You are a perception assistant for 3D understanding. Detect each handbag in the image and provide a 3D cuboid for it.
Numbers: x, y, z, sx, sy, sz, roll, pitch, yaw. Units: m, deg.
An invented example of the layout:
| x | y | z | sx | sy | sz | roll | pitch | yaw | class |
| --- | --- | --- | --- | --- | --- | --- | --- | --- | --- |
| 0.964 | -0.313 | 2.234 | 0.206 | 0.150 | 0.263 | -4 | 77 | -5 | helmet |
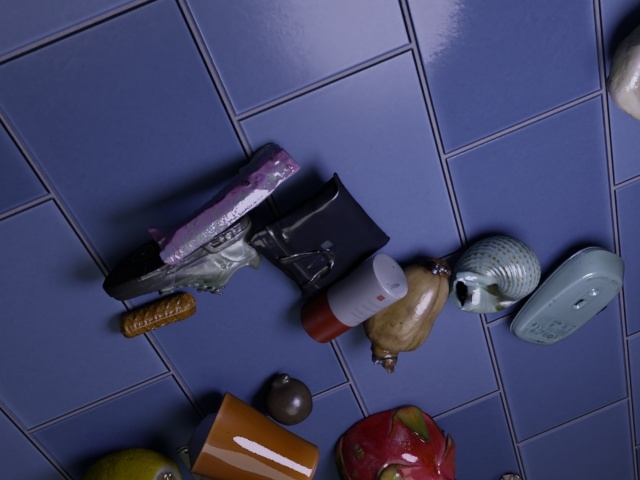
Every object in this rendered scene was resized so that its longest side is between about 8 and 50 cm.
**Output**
| x | y | z | sx | sy | sz | roll | pitch | yaw | class |
| --- | --- | --- | --- | --- | --- | --- | --- | --- | --- |
| 0.000 | 0.000 | 1.553 | 0.211 | 0.089 | 0.254 | -37 | 142 | 6 | handbag |

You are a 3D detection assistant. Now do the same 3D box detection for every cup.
| x | y | z | sx | sy | sz | roll | pitch | yaw | class |
| --- | --- | --- | --- | --- | --- | --- | --- | --- | --- |
| -0.149 | 0.453 | 1.772 | 0.263 | 0.182 | 0.226 | 26 | 163 | -4 | cup |

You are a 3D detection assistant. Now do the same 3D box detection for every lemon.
| x | y | z | sx | sy | sz | roll | pitch | yaw | class |
| --- | --- | --- | --- | --- | --- | --- | --- | --- | --- |
| -0.424 | 0.568 | 1.775 | 0.219 | 0.240 | 0.240 | -6 | 132 | 16 | lemon |

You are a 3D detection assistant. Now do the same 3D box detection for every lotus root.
| x | y | z | sx | sy | sz | roll | pitch | yaw | class |
| --- | --- | --- | --- | --- | --- | --- | --- | --- | --- |
| 0.173 | 0.142 | 1.695 | 0.154 | 0.140 | 0.257 | 6 | 121 | -58 | lotus root |

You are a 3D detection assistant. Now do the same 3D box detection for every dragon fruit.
| x | y | z | sx | sy | sz | roll | pitch | yaw | class |
| --- | --- | --- | --- | --- | --- | --- | --- | --- | --- |
| 0.199 | 0.570 | 1.979 | 0.305 | 0.226 | 0.306 | -10 | 131 | -11 | dragon fruit |

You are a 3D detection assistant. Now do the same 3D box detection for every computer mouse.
| x | y | z | sx | sy | sz | roll | pitch | yaw | class |
| --- | --- | --- | --- | --- | --- | --- | --- | --- | --- |
| 0.542 | 0.118 | 1.824 | 0.159 | 0.097 | 0.288 | 16 | 131 | -30 | computer mouse |

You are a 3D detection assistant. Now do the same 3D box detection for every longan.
| x | y | z | sx | sy | sz | roll | pitch | yaw | class |
| --- | --- | --- | --- | --- | --- | --- | --- | --- | --- |
| -0.073 | 0.346 | 1.802 | 0.106 | 0.106 | 0.119 | -19 | 108 | -3 | longan |

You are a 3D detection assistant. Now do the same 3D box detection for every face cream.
| x | y | z | sx | sy | sz | roll | pitch | yaw | class |
| --- | --- | --- | --- | --- | --- | --- | --- | --- | --- |
| 0.063 | 0.117 | 1.628 | 0.095 | 0.096 | 0.214 | 28 | 132 | -33 | face cream |

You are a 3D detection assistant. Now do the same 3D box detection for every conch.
| x | y | z | sx | sy | sz | roll | pitch | yaw | class |
| --- | --- | --- | --- | --- | --- | --- | --- | --- | --- |
| 0.348 | 0.059 | 1.693 | 0.199 | 0.131 | 0.172 | 13 | 146 | -21 | conch |

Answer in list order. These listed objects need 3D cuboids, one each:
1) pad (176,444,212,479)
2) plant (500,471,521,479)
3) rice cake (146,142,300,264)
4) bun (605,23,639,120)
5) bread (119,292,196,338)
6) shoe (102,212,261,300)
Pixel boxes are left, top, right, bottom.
| x | y | z | sx | sy | sz | roll | pitch | yaw | class |
| --- | --- | --- | --- | --- | --- | --- | --- | --- | --- |
| -0.223 | 0.545 | 1.961 | 0.159 | 0.009 | 0.265 | -21 | 130 | -2 | pad |
| 0.515 | 0.706 | 2.300 | 0.122 | 0.104 | 0.117 | -24 | 97 | 42 | plant |
| -0.166 | -0.067 | 1.423 | 0.290 | 0.051 | 0.081 | -36 | 91 | -9 | rice cake |
| 0.608 | -0.322 | 1.490 | 0.237 | 0.116 | 0.210 | -30 | 129 | -13 | bun |
| -0.315 | 0.145 | 1.596 | 0.157 | 0.044 | 0.052 | -21 | 133 | -1 | bread |
| -0.238 | 0.060 | 1.510 | 0.292 | 0.109 | 0.149 | -29 | 124 | -1 | shoe |
